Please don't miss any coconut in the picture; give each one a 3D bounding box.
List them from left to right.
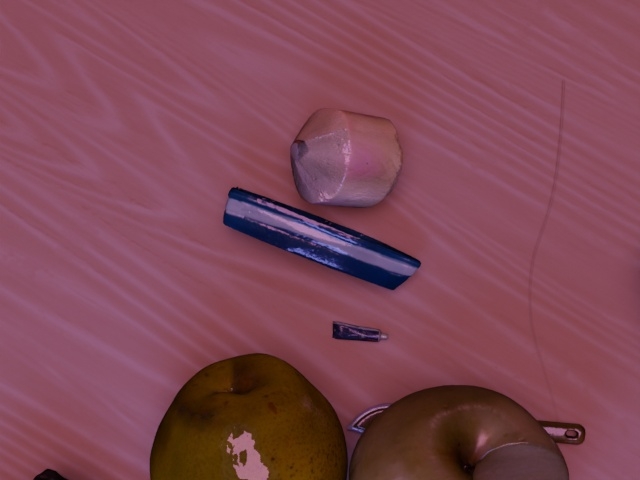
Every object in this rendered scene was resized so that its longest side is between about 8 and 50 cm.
[{"bbox_3d":[0.028,-0.120,1.721,0.152,0.147,0.147,2,79,-33],"label":"coconut"}]

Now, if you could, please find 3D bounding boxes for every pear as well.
[{"bbox_3d":[-0.095,0.307,1.603,0.294,0.294,0.294,0,81,2],"label":"pear"}]

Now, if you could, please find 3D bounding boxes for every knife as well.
[{"bbox_3d":[0.210,0.277,1.721,0.343,0.027,0.061,6,85,3],"label":"knife"}]

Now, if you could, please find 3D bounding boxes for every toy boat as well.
[{"bbox_3d":[0.000,0.000,1.739,0.299,0.096,0.062,21,93,2],"label":"toy boat"}]

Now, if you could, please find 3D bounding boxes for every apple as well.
[{"bbox_3d":[0.161,0.326,1.591,0.295,0.258,0.233,-25,60,-27],"label":"apple"}]

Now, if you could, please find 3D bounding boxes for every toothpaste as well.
[{"bbox_3d":[0.058,0.136,1.752,0.083,0.019,0.027,7,98,7],"label":"toothpaste"}]

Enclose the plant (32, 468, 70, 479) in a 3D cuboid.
[{"bbox_3d":[-0.349,0.434,1.640,0.234,0.178,0.204,39,73,-4],"label":"plant"}]
